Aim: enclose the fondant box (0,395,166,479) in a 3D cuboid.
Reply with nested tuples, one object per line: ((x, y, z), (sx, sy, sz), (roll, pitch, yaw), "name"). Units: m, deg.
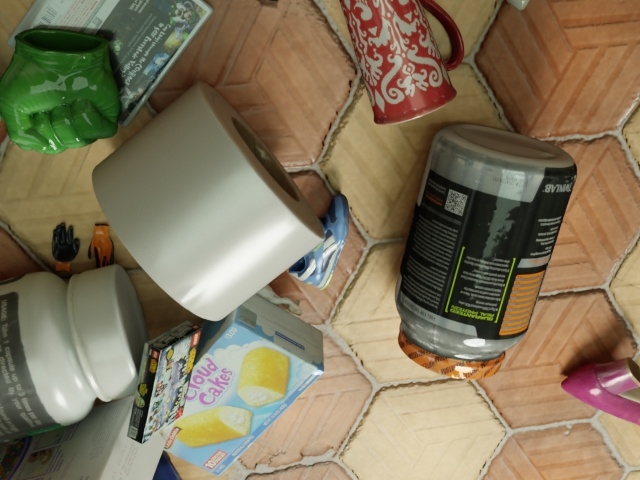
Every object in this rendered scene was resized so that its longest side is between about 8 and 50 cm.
((-0.392, 0.356, 1.056), (0.330, 0.238, 0.096), (-18, 118, 18), "fondant box")

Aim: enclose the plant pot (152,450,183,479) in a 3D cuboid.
((-0.267, 0.446, 1.160), (0.212, 0.236, 0.236), (-32, 117, -16), "plant pot")

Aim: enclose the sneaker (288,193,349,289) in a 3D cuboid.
((0.000, 0.000, 1.119), (0.059, 0.053, 0.144), (15, 108, -13), "sneaker")

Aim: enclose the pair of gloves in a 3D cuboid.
((-0.325, 0.010, 1.091), (0.083, 0.010, 0.074), (1, 114, -7), "pair of gloves")

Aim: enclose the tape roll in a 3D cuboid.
((-0.131, -0.048, 0.972), (0.169, 0.246, 0.246), (-37, 114, 8), "tape roll")

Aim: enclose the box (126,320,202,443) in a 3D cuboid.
((-0.199, 0.180, 1.020), (0.027, 0.094, 0.137), (21, 110, 18), "box")

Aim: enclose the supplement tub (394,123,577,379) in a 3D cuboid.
((0.212, 0.016, 1.084), (0.193, 0.194, 0.316), (8, 111, -13), "supplement tub")

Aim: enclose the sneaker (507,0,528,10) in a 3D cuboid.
((0.336, -0.380, 1.001), (0.262, 0.099, 0.121), (-20, 122, 7), "sneaker")

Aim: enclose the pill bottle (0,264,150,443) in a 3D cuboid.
((-0.415, 0.158, 1.033), (0.360, 0.204, 0.204), (-15, 114, -3), "pill bottle")

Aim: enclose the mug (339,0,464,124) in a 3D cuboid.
((0.100, -0.254, 1.016), (0.113, 0.150, 0.169), (-8, 115, 34), "mug")

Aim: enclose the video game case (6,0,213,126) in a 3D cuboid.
((-0.257, -0.264, 0.981), (0.173, 0.022, 0.190), (36, 102, -21), "video game case")

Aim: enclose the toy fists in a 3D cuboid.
((-0.378, -0.174, 0.945), (0.279, 0.096, 0.142), (4, 124, -4), "toy fists")

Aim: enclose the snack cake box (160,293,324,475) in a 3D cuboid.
((-0.133, 0.202, 1.132), (0.152, 0.089, 0.264), (31, 118, -21), "snack cake box")

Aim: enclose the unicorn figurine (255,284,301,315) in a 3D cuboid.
((-0.086, 0.088, 1.137), (0.111, 0.060, 0.162), (23, 106, -20), "unicorn figurine")

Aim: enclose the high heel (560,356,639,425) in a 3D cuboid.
((0.504, 0.279, 1.323), (0.117, 0.082, 0.244), (-25, 132, 32), "high heel")
